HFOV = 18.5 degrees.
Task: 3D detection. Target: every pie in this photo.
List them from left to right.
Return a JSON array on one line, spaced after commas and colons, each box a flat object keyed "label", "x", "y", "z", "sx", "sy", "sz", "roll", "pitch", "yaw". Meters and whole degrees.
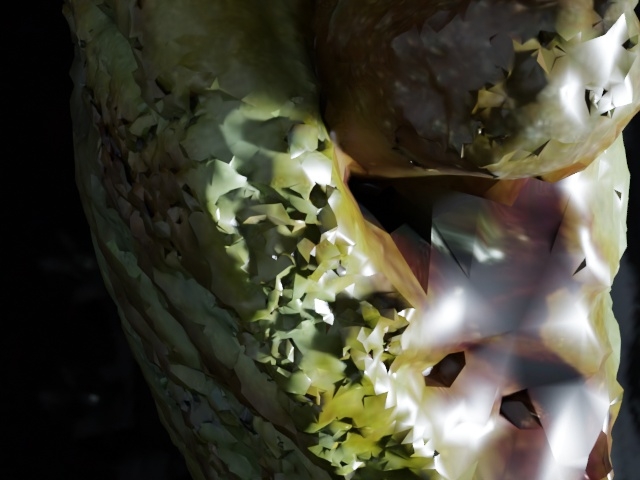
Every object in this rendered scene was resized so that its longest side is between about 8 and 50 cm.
[{"label": "pie", "x": -0.003, "y": 0.012, "z": 0.800, "sx": 0.180, "sy": 0.418, "sz": 0.395, "roll": -13, "pitch": -142, "yaw": -13}]
